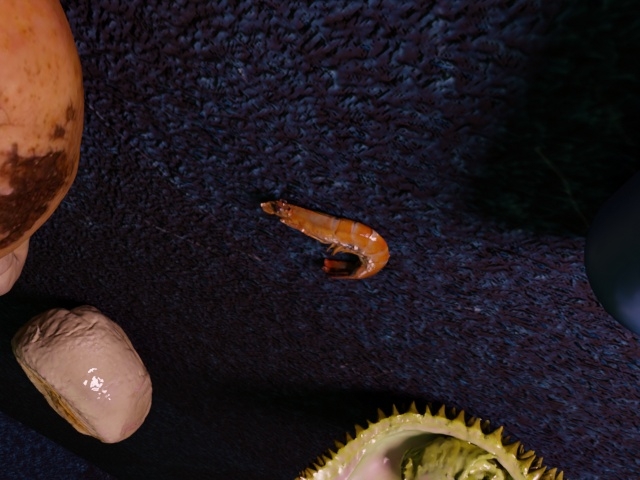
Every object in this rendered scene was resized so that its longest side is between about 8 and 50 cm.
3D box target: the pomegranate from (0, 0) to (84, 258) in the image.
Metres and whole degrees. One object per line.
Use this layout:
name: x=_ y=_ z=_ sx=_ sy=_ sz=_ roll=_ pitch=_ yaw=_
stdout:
pomegranate: x=-0.321 y=-0.106 z=0.402 sx=0.322 sy=0.322 sz=0.322 roll=18 pitch=145 yaw=13

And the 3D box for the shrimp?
shrimp: x=0.000 y=0.000 z=0.543 sx=0.127 sy=0.025 sz=0.091 roll=26 pitch=147 yaw=-3

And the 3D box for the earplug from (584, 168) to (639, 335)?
earplug: x=0.229 y=-0.028 z=0.271 sx=0.132 sy=0.132 sz=0.273 roll=26 pitch=149 yaw=1

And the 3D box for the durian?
durian: x=0.164 y=0.301 z=0.704 sx=0.356 sy=0.169 sz=0.157 roll=11 pitch=141 yaw=24

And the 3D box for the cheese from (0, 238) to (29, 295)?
cheese: x=-0.457 y=-0.034 z=0.717 sx=0.218 sy=0.117 sz=0.235 roll=-12 pitch=130 yaw=45

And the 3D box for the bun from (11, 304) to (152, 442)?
bun: x=-0.368 y=0.202 z=0.942 sx=0.244 sy=0.153 sz=0.243 roll=24 pitch=138 yaw=24
